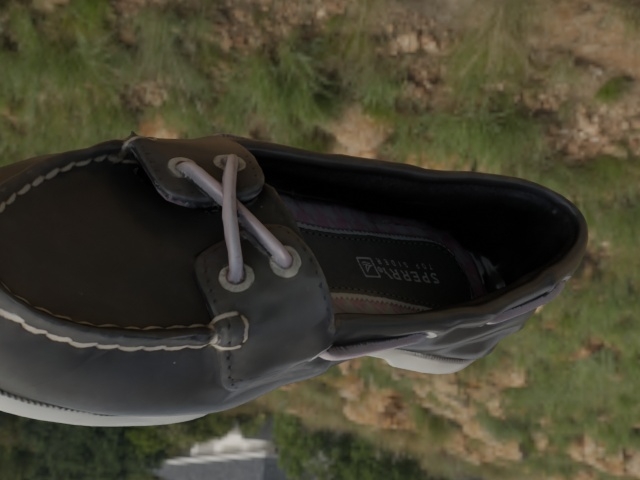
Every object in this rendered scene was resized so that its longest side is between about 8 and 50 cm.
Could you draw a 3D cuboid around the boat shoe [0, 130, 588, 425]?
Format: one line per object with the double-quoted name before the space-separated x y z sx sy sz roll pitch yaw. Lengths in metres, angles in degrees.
"boat shoe" 0.000 0.000 0.417 0.095 0.112 0.335 -41 153 29
